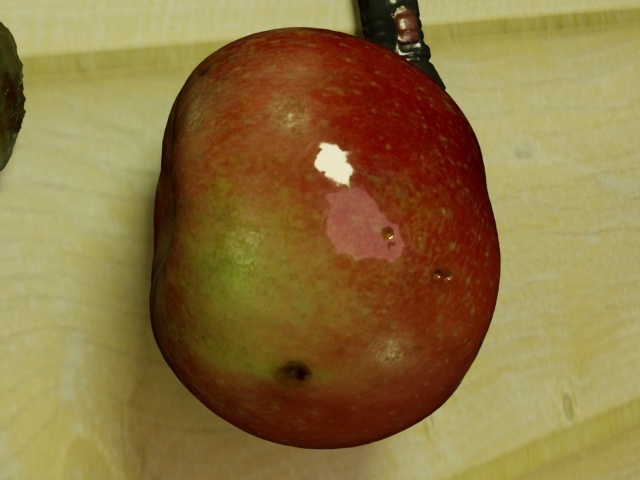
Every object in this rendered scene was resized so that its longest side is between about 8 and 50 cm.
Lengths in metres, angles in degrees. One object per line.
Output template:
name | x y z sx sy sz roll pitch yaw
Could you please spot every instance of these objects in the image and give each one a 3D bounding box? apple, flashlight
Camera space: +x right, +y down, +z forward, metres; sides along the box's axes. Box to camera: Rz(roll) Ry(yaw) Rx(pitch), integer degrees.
apple | 0.000 0.000 0.771 0.277 0.348 0.348 6 83 -14
flashlight | 0.078 -0.244 0.979 0.093 0.093 0.231 -8 89 -31

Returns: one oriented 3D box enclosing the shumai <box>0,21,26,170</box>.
shumai | -0.330 -0.144 0.667 0.272 0.204 0.222 44 67 -24
